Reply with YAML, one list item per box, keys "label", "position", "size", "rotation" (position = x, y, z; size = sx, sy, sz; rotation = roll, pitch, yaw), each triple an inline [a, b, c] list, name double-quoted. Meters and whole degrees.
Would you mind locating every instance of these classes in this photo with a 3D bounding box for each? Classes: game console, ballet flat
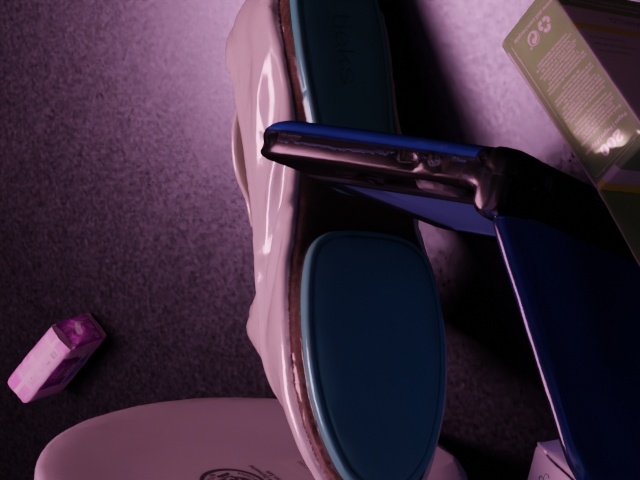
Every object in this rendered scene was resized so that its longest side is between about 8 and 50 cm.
- label: "game console"
  position: [0.121, 0.050, 1.045]
  size: [0.250, 0.293, 0.173]
  rotation: [10, 85, 33]
- label: "ballet flat"
  position: [0.000, 0.000, 1.210]
  size: [0.139, 0.139, 0.400]
  rotation: [-19, 69, 36]

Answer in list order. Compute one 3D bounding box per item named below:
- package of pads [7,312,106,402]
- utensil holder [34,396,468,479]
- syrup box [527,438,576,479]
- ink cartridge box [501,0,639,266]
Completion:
- label: "package of pads"
  position: [-0.222, 0.100, 1.467]
  size: [0.032, 0.050, 0.083]
  rotation: [51, 125, 14]
- label: "utensil holder"
  position: [-0.059, 0.340, 1.247]
  size: [0.327, 0.327, 0.385]
  rotation: [11, 106, 32]
- label: "syrup box"
  position: [0.181, 0.256, 1.182]
  size: [0.093, 0.096, 0.237]
  rotation: [40, 124, 53]
- label: "ink cartridge box"
  position: [0.224, -0.038, 1.009]
  size: [0.056, 0.171, 0.235]
  rotation: [-51, 52, 34]
